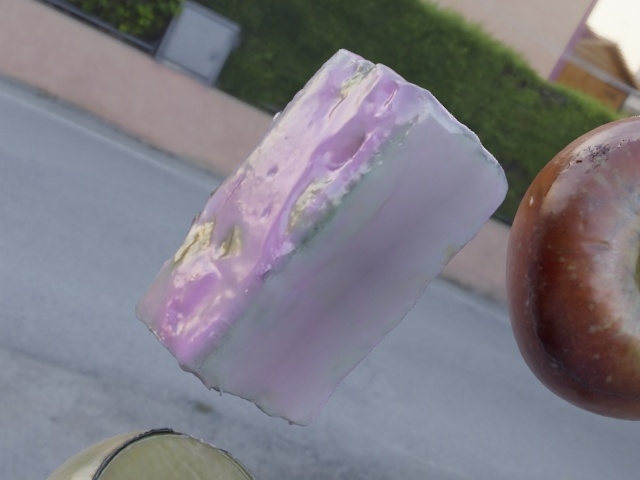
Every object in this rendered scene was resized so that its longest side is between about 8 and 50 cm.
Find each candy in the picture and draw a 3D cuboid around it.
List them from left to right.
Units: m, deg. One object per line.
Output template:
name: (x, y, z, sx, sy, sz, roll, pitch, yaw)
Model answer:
candy: (0.000, 0.000, 0.741, 0.155, 0.265, 0.116, 36, 7, -47)

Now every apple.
apple: (0.293, 0.025, 0.888, 0.252, 0.271, 0.206, -9, -1, 2)

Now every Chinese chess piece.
Chinese chess piece: (-0.133, 0.280, 0.804, 0.250, 0.103, 0.249, 35, 38, -33)
